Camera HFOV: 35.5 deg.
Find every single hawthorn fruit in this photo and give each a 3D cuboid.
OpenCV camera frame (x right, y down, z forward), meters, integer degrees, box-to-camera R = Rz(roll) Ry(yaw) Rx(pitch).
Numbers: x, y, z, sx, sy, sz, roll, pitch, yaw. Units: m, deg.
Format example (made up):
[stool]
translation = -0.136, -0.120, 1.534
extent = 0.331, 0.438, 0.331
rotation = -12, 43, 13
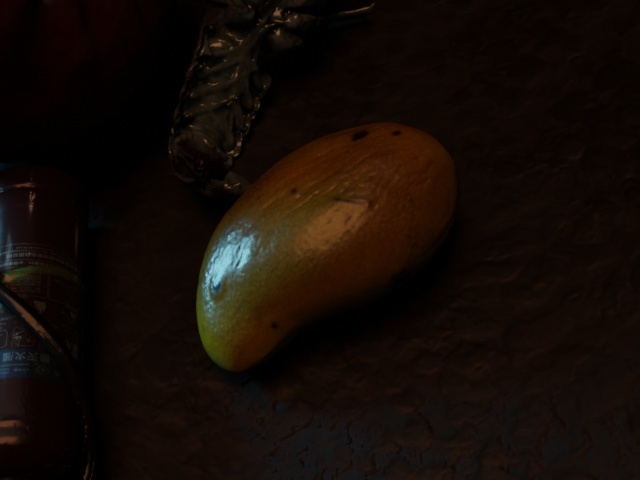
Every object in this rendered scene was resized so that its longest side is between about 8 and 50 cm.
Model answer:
[hawthorn fruit]
translation = -0.348, -0.259, 0.948
extent = 0.403, 0.403, 0.402
rotation = -6, 53, 9

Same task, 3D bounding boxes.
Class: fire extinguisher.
[fire extinguisher]
translation = -0.250, 0.090, 0.806
extent = 0.141, 0.105, 0.341
rotation = 10, 49, -23

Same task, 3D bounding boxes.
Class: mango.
[mango]
translation = 0.000, -0.003, 0.823
extent = 0.262, 0.109, 0.157
rotation = -38, 59, -13

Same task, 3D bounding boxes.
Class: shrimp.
[shrimp]
translation = -0.055, -0.232, 0.973
extent = 0.166, 0.221, 0.410
rotation = 9, 72, 54
